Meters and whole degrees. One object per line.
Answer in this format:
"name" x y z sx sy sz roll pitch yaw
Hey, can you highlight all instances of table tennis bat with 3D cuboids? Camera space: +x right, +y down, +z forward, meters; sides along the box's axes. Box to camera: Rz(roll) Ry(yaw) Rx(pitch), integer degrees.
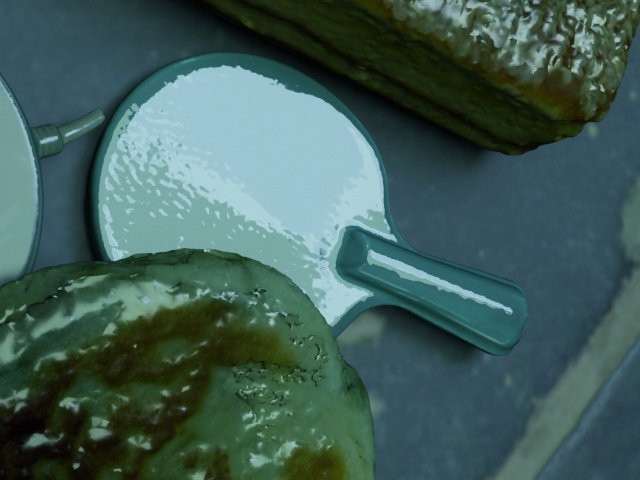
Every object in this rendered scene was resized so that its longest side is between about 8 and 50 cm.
"table tennis bat" 0.000 0.000 0.603 0.237 0.038 0.149 22 76 -18

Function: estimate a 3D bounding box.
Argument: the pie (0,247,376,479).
"pie" -0.079 0.114 0.532 0.240 0.054 0.241 -8 107 -27

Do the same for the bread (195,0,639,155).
"bread" 0.048 -0.164 0.596 0.234 0.110 0.184 25 74 -24

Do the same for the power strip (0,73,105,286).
"power strip" -0.184 -0.006 0.510 0.216 0.044 0.137 -43 105 -20
